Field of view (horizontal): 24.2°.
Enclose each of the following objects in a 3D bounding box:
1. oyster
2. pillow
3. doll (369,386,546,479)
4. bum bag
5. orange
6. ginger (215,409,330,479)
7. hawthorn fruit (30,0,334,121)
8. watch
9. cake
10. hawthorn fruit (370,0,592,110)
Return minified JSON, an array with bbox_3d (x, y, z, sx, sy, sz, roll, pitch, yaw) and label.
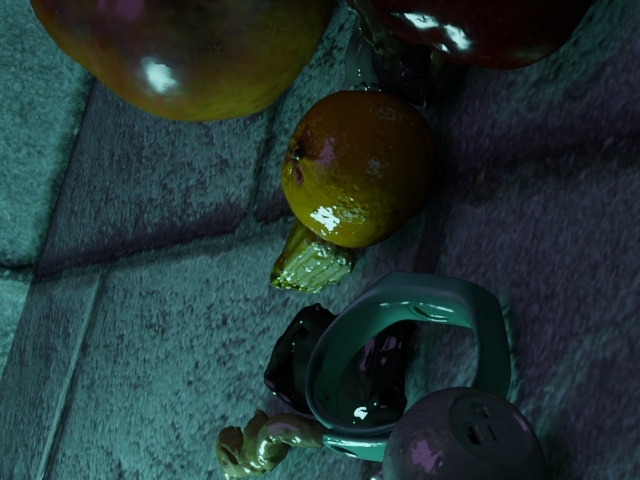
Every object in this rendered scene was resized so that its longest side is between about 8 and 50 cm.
[{"bbox_3d":[0.088,-0.312,1.633,0.161,0.107,0.233,48,-133,-66],"label":"oyster"},{"bbox_3d":[0.134,-0.323,1.783,0.326,0.101,0.228,-69,19,1],"label":"pillow"},{"bbox_3d":[0.094,0.260,1.346,0.151,0.151,0.287,-98,28,-49],"label":"doll"},{"bbox_3d":[0.029,0.139,1.672,0.326,0.080,0.142,12,87,64],"label":"bum bag"},{"bbox_3d":[0.039,-0.086,1.719,0.193,0.161,0.193,-52,25,36],"label":"orange"},{"bbox_3d":[-0.065,0.244,1.820,0.288,0.075,0.089,-33,37,62],"label":"ginger"},{"bbox_3d":[-0.179,-0.385,2.166,0.472,0.472,0.472,-49,30,42],"label":"hawthorn fruit"},{"bbox_3d":[0.089,0.124,1.466,0.237,0.068,0.195,5,64,45],"label":"watch"},{"bbox_3d":[0.004,0.002,1.873,0.116,0.080,0.185,-68,8,-30],"label":"cake"},{"bbox_3d":[0.156,-0.274,1.504,0.254,0.254,0.300,-118,43,-62],"label":"hawthorn fruit"}]
